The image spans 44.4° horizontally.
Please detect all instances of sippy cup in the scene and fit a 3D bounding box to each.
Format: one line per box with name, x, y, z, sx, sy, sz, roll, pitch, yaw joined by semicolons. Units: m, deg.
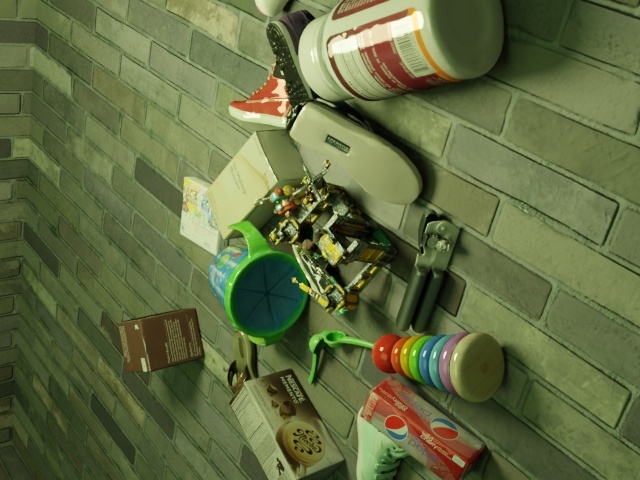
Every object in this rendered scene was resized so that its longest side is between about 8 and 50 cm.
sippy cup;-0.184;0.113;2.085;0.224;0.240;0.306;26;94;55

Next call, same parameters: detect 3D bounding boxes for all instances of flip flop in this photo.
flip flop;-0.233;0.392;2.289;0.112;0.080;0.277;1;98;49

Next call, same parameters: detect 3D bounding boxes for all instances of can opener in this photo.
can opener;0.230;0.072;1.706;0.093;0.074;0.281;-103;24;-65

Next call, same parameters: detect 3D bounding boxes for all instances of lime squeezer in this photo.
lime squeezer;0.030;0.277;1.979;0.310;0.058;0.110;-35;71;46

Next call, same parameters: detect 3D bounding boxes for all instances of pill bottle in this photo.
pill bottle;0.148;-0.402;1.574;0.392;0.224;0.224;-2;96;50

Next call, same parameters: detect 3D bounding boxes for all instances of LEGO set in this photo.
LEGO set;0.000;0.000;1.813;0.255;0.192;0.331;-41;61;26

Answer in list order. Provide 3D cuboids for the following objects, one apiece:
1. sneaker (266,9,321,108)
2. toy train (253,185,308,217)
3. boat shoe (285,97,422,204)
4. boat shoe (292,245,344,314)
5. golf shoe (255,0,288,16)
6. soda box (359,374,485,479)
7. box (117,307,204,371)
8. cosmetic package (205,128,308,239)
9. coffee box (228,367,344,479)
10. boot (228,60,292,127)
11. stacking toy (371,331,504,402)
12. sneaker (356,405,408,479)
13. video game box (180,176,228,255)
sneaker;-0.020;-0.406;1.872;0.107;0.124;0.283;29;144;52
toy train;-0.090;-0.090;1.985;0.125;0.166;0.046;-29;75;23
boat shoe;0.098;-0.219;1.766;0.340;0.158;0.127;36;123;6
boat shoe;0.000;0.076;1.975;0.079;0.084;0.233;-35;57;6
golf shoe;-0.064;-0.654;1.863;0.140;0.115;0.306;50;133;26
soda box;0.221;0.414;1.715;0.263;0.092;0.084;34;123;25
box;-0.509;0.318;2.504;0.167;0.203;0.169;-12;88;50
cosmetic package;-0.175;-0.145;2.091;0.309;0.113;0.160;-44;64;46
coffee box;-0.093;0.506;2.082;0.297;0.168;0.119;57;135;26
boot;-0.140;-0.391;2.025;0.244;0.088;0.176;13;107;39
stacking toy;0.234;0.254;1.695;0.330;0.141;0.141;0;98;56
sneaker;0.165;0.522;1.840;0.151;0.094;0.256;0;99;46
video game box;-0.346;-0.077;2.355;0.205;0.048;0.187;28;119;43
